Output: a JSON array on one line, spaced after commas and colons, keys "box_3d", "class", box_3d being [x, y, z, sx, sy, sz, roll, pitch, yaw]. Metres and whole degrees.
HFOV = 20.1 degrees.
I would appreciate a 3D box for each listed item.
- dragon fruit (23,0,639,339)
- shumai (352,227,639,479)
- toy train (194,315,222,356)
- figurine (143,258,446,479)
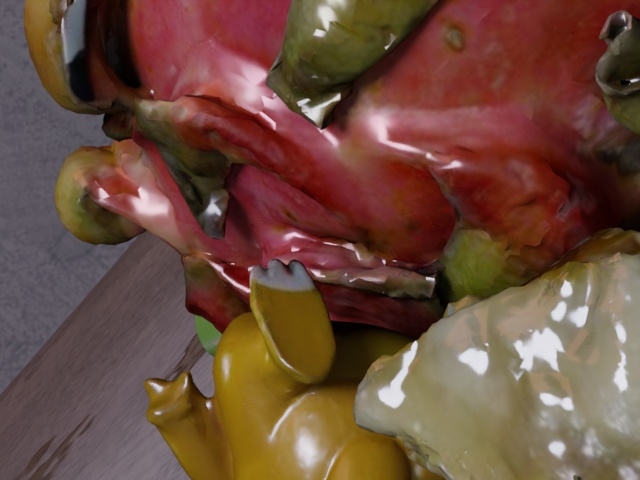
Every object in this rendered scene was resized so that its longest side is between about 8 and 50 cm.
[{"box_3d": [0.036, -0.091, 0.590, 0.291, 0.269, 0.250, -44, -1, 9], "class": "dragon fruit"}, {"box_3d": [0.089, 0.029, 0.346, 0.139, 0.105, 0.123, 2, 43, 46], "class": "shumai"}, {"box_3d": [0.000, 0.000, 0.911, 0.157, 0.105, 0.253, -64, 10, -12], "class": "toy train"}, {"box_3d": [-0.002, 0.096, 0.541, 0.176, 0.121, 0.122, 119, 159, -60], "class": "figurine"}]
